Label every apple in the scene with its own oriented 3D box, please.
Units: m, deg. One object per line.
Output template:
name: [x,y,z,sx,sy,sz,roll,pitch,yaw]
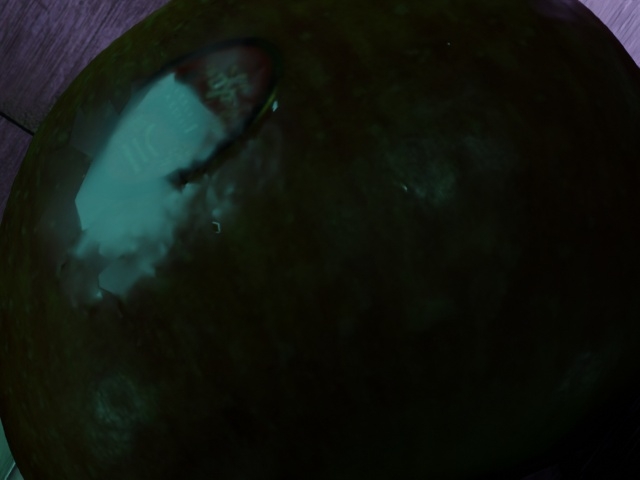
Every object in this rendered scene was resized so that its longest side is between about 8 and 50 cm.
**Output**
apple: [0.000,0.000,0.743,0.309,0.250,0.277,-18,-12,-5]

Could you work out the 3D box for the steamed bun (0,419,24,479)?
steamed bun: [-0.130,0.212,0.996,0.324,0.206,0.324,-55,12,18]
